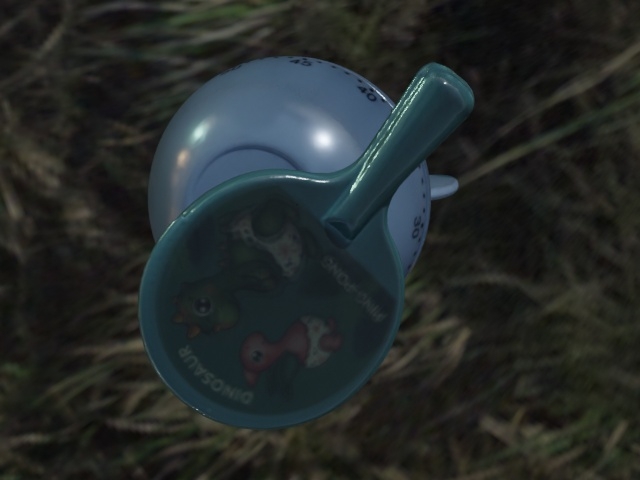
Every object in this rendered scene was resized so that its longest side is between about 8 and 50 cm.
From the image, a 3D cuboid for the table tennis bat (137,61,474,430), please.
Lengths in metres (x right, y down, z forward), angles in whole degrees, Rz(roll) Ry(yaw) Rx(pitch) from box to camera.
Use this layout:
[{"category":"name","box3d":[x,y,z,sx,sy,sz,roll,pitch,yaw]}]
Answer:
[{"category":"table tennis bat","box3d":[0.000,0.000,0.832,0.124,0.033,0.201,38,95,-19]}]

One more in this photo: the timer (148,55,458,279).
[{"category":"timer","box3d":[-0.009,-0.010,1.033,0.175,0.255,0.175,-3,74,10]}]
